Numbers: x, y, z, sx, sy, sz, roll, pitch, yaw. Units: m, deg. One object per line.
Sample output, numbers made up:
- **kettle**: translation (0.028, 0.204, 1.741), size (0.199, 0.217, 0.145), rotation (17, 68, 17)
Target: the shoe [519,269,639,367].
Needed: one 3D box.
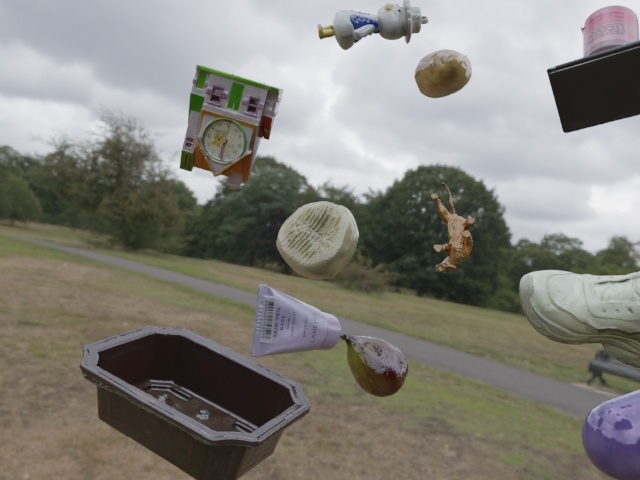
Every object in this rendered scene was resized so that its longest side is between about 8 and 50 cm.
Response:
- **shoe**: translation (0.533, 0.107, 1.148), size (0.342, 0.132, 0.210), rotation (20, -37, -14)

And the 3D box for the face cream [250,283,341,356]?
- **face cream**: translation (-0.061, 0.192, 1.452), size (0.096, 0.154, 0.274), rotation (2, -10, 35)

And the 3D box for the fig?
- **fig**: translation (0.135, 0.348, 1.931), size (0.274, 0.170, 0.145), rotation (40, -47, -12)

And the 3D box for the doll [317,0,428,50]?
- **doll**: translation (0.138, -0.569, 1.700), size (0.293, 0.119, 0.138), rotation (-5, 34, 3)

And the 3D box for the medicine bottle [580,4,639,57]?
- **medicine bottle**: translation (0.768, -0.492, 1.705), size (0.147, 0.247, 0.147), rotation (9, -28, 5)

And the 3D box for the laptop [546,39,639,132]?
- **laptop**: translation (0.486, -0.258, 1.082), size (0.180, 0.129, 0.016), rotation (-12, 32, 27)

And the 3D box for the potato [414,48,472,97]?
- **potato**: translation (0.331, -0.464, 1.771), size (0.161, 0.128, 0.235), rotation (-12, -1, 24)

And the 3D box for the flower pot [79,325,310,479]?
- **flower pot**: translation (-0.150, 0.191, 0.744), size (0.251, 0.084, 0.179), rotation (20, 16, 25)

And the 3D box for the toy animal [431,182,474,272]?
- **toy animal**: translation (0.368, -0.044, 1.779), size (0.114, 0.255, 0.116), rotation (-4, -26, 15)

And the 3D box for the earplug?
- **earplug**: translation (0.790, 0.399, 1.412), size (0.456, 0.215, 0.215), rotation (-12, 1, -9)

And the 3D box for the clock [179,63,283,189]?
- **clock**: translation (-0.256, -0.303, 1.790), size (0.235, 0.309, 0.166), rotation (16, 13, 0)

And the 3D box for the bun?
- **bun**: translation (0.000, 0.000, 1.573), size (0.178, 0.193, 0.128), rotation (35, -9, 20)
